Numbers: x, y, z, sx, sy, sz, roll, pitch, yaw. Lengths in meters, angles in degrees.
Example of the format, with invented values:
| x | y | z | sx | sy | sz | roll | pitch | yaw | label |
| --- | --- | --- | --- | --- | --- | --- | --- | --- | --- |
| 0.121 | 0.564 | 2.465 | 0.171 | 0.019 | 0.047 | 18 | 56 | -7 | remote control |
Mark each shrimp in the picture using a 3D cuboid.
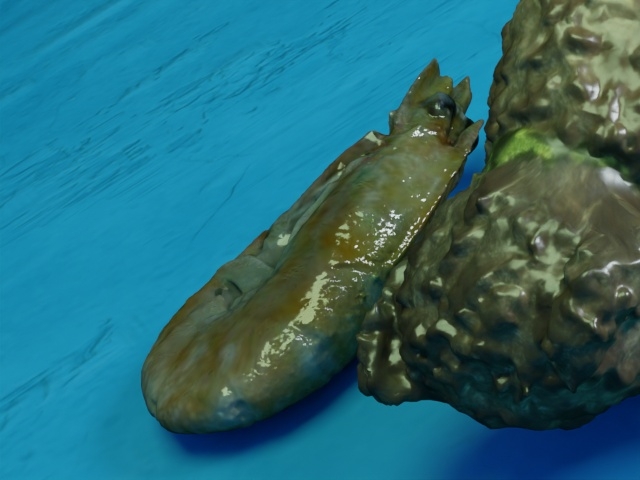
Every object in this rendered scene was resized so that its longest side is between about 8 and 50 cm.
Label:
| x | y | z | sx | sy | sz | roll | pitch | yaw | label |
| --- | --- | --- | --- | --- | --- | --- | --- | --- | --- |
| 0.000 | 0.000 | 0.852 | 0.168 | 0.077 | 0.317 | 0 | 42 | 47 | shrimp |

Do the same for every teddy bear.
| x | y | z | sx | sy | sz | roll | pitch | yaw | label |
| --- | --- | --- | --- | --- | --- | --- | --- | --- | --- |
| 0.179 | -0.017 | 0.661 | 0.296 | 0.222 | 0.246 | 6 | -2 | -37 | teddy bear |
